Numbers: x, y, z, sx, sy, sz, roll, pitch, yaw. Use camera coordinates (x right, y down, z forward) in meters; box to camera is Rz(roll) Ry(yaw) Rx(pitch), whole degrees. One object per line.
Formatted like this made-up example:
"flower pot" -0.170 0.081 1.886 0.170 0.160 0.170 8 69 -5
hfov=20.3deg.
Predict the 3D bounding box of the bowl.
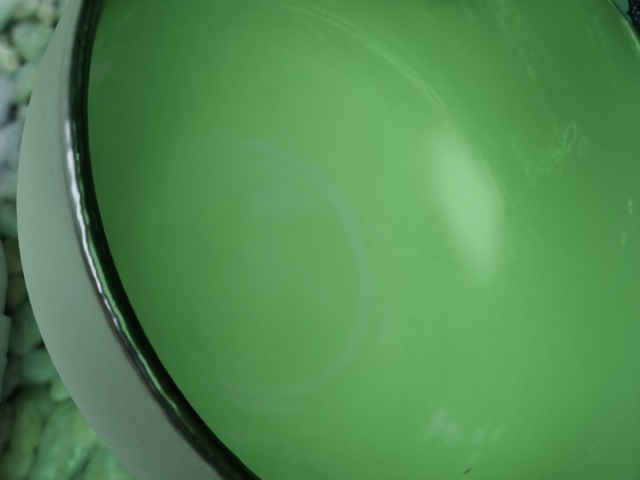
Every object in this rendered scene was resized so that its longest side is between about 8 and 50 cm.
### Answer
"bowl" 0.000 0.000 0.854 0.185 0.353 0.354 -29 73 52

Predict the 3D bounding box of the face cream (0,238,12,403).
"face cream" -0.239 0.058 0.951 0.145 0.145 0.370 9 86 13

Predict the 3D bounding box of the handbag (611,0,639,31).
"handbag" 0.196 -0.213 0.874 0.207 0.127 0.229 -26 72 -27
